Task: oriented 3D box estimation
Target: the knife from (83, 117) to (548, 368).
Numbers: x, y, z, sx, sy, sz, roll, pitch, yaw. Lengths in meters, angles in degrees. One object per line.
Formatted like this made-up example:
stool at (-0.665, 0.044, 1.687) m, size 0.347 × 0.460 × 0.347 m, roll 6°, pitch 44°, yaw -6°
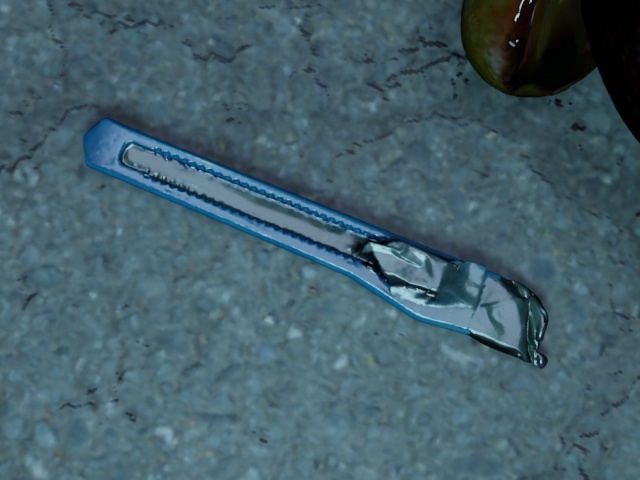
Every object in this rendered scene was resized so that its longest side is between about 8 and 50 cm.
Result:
knife at (0.000, 0.000, 0.977) m, size 0.297 × 0.026 × 0.044 m, roll 22°, pitch 88°, yaw -2°

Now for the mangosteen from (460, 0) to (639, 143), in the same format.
mangosteen at (0.259, -0.187, 0.886) m, size 0.435 × 0.382 × 0.382 m, roll 12°, pitch 76°, yaw 13°
